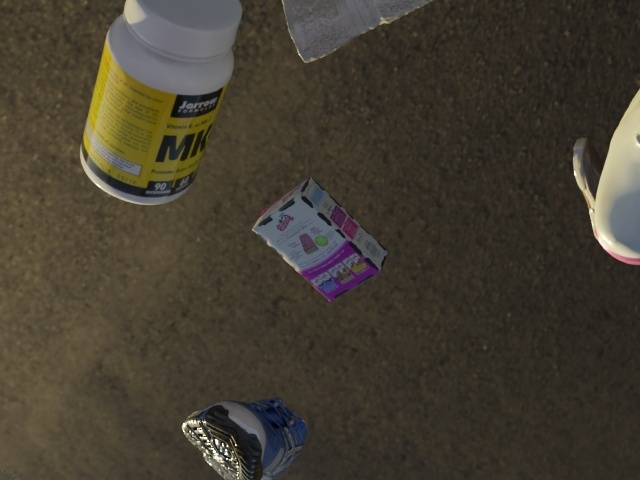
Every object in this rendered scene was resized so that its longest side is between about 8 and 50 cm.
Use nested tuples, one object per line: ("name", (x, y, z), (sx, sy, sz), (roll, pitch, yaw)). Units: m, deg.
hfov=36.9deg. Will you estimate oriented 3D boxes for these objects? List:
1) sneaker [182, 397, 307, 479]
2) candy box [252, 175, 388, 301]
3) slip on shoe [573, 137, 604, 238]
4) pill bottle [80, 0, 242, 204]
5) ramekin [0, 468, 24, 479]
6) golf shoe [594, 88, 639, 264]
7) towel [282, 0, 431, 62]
("sneaker", (-0.059, 0.162, 0.808), (0.080, 0.081, 0.211), (42, 164, 12))
("candy box", (0.000, 0.000, 1.960), (0.233, 0.071, 0.159), (44, 130, -17))
("slip on shoe", (0.329, -0.059, 1.111), (0.041, 0.051, 0.135), (-3, 118, 37))
("pill bottle", (-0.149, -0.143, 0.897), (0.119, 0.119, 0.208), (27, 133, 0))
("ramekin", (-0.211, 0.289, 0.704), (0.273, 0.127, 0.273), (37, 170, 7))
("golf shoe", (0.288, -0.124, 0.713), (0.115, 0.306, 0.140), (36, -166, 35))
("towel", (0.031, -0.358, 1.120), (0.187, 0.282, 0.049), (-24, 150, 20))
